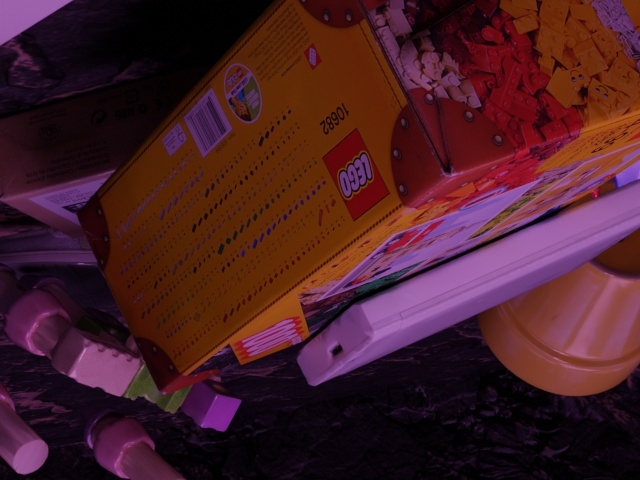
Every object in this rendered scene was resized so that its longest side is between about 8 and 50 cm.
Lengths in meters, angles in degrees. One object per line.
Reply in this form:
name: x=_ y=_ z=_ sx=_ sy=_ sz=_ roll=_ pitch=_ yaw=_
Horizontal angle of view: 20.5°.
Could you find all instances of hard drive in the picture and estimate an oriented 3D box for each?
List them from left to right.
hard drive: x=0.142 y=0.040 z=1.639 sx=0.307 sy=0.040 sz=0.203 roll=-22 pitch=171 yaw=-22

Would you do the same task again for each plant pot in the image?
plant pot: x=0.360 y=0.045 z=2.376 sx=0.254 sy=0.254 sz=0.239 roll=-5 pitch=149 yaw=-18

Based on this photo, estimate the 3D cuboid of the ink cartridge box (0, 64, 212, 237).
ink cartridge box: x=-0.184 y=-0.084 z=1.766 sx=0.235 sy=0.088 sz=0.193 roll=-14 pitch=164 yaw=12

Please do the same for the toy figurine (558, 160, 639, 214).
toy figurine: x=0.370 y=-0.085 z=1.770 sx=0.362 sy=0.191 sz=0.217 roll=-14 pitch=-167 yaw=9

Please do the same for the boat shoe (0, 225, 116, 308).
boat shoe: x=-0.237 y=0.006 z=2.066 sx=0.320 sy=0.103 sz=0.118 roll=-8 pitch=150 yaw=-4

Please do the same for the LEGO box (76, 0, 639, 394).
LEGO box: x=0.073 y=-0.083 z=1.484 sx=0.372 sy=0.193 sz=0.500 roll=-20 pitch=169 yaw=-34

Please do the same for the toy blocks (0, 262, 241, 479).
toy blocks: x=-0.238 y=0.090 z=1.931 sx=0.260 sy=0.309 sz=0.288 roll=35 pitch=-174 yaw=42

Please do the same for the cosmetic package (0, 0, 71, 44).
cosmetic package: x=-0.210 y=-0.218 z=1.234 sx=0.231 sy=0.085 sz=0.117 roll=-20 pitch=163 yaw=41
